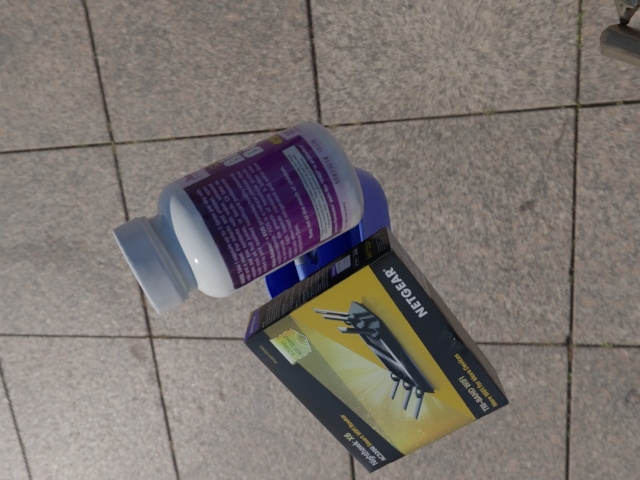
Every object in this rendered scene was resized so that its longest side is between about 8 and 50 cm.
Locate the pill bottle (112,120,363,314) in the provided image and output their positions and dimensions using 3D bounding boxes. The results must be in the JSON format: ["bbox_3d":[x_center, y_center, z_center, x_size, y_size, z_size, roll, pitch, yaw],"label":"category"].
[{"bbox_3d":[-0.108,-0.028,0.742,0.302,0.169,0.169,-29,102,-17],"label":"pill bottle"}]

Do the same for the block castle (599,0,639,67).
[{"bbox_3d":[0.651,-0.442,0.803,0.303,0.213,0.452,-2,122,-27],"label":"block castle"}]

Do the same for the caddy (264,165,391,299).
[{"bbox_3d":[0.000,0.000,1.066,0.241,0.179,0.341,-12,83,34],"label":"caddy"}]

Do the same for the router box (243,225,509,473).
[{"bbox_3d":[0.082,0.168,0.798,0.243,0.081,0.308,-34,111,16],"label":"router box"}]
